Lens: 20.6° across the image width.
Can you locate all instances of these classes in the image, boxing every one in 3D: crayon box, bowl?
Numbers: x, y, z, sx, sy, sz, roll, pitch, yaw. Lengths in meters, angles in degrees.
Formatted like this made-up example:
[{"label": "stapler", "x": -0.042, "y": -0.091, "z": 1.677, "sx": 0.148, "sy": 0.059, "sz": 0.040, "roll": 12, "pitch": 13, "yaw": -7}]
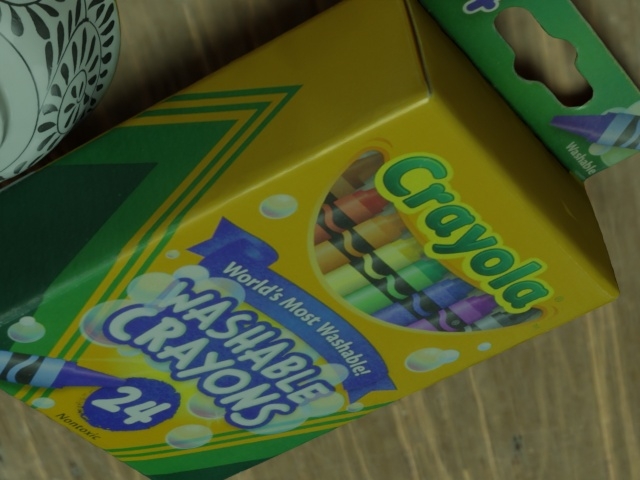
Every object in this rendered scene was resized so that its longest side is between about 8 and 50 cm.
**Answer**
[{"label": "crayon box", "x": 0.000, "y": 0.000, "z": 0.857, "sx": 0.323, "sy": 0.083, "sz": 0.203, "roll": -28, "pitch": 140, "yaw": 20}, {"label": "bowl", "x": -0.179, "y": -0.077, "z": 0.814, "sx": 0.170, "sy": 0.080, "sz": 0.170, "roll": -1, "pitch": 132, "yaw": -1}]
